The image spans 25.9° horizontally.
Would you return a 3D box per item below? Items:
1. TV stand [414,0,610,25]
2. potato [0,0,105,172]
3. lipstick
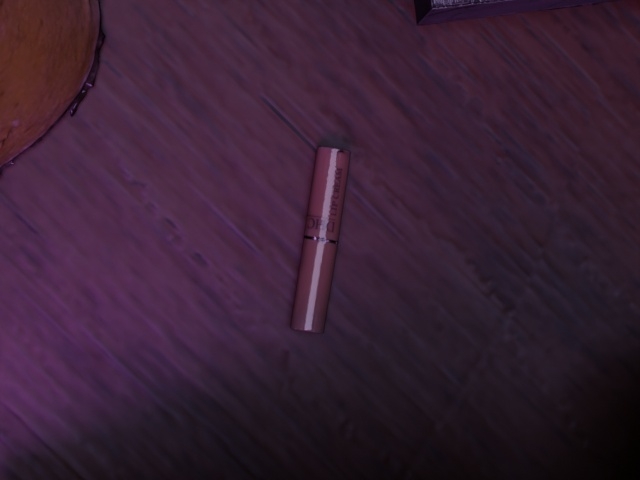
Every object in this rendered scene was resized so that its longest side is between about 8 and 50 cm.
[{"bbox_3d":[0.176,-0.142,0.706,0.256,0.049,0.040,-8,90,-5],"label":"TV stand"},{"bbox_3d":[-0.195,-0.118,0.638,0.202,0.117,0.182,-42,92,-3],"label":"potato"},{"bbox_3d":[0.000,0.000,0.705,0.019,0.019,0.094,8,90,-6],"label":"lipstick"}]
